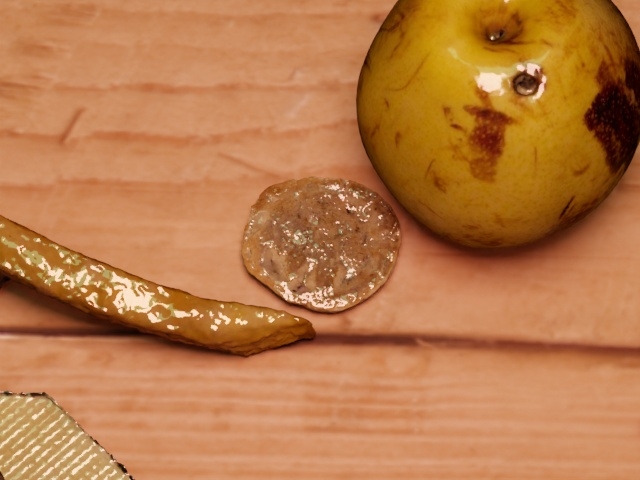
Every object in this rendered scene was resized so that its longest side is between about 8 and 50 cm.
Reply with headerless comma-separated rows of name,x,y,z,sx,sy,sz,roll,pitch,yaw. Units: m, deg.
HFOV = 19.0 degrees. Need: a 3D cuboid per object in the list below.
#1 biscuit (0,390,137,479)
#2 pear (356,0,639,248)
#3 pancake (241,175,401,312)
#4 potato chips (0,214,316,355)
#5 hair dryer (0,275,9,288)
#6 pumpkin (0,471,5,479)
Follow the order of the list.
biscuit,-0.247,0.223,1.642,0.250,0.046,0.147,41,69,16
pear,0.167,-0.132,1.730,0.283,0.283,0.283,1,62,-2
pancake,0.000,-0.001,1.786,0.151,0.025,0.152,1,63,-2
potato chips,-0.201,0.031,1.713,0.407,0.057,0.080,22,68,-1
hair dryer,-0.356,0.040,1.729,0.181,0.064,0.117,-6,62,-12
pumpkin,-0.362,0.260,1.542,0.260,0.189,0.260,-8,65,17
